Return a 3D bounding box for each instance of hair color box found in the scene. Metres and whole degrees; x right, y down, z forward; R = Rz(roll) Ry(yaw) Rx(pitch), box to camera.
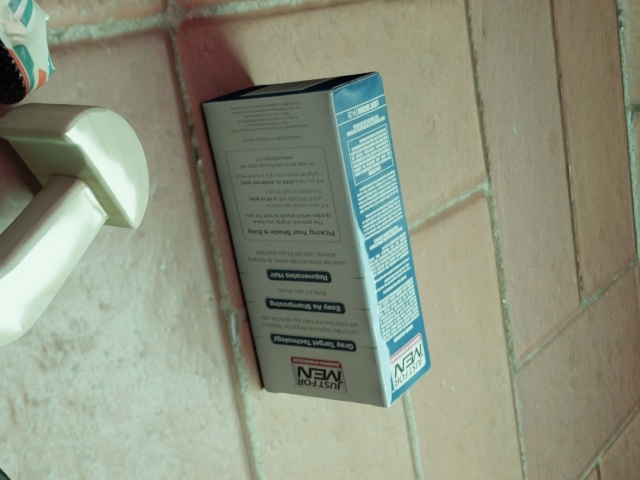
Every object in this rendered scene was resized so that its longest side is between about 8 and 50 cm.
[{"bbox_3d":[0.000,0.000,1.031,0.105,0.174,0.347,-30,115,-50],"label":"hair color box"}]

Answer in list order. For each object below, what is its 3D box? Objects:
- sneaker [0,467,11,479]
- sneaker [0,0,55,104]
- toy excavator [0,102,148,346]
[{"bbox_3d":[-0.280,0.252,0.697,0.132,0.086,0.228,-37,151,-33],"label":"sneaker"},{"bbox_3d":[-0.270,-0.199,0.781,0.075,0.057,0.161,-54,132,-59],"label":"sneaker"},{"bbox_3d":[-0.316,0.060,0.627,0.445,0.222,0.432,31,68,-63],"label":"toy excavator"}]
